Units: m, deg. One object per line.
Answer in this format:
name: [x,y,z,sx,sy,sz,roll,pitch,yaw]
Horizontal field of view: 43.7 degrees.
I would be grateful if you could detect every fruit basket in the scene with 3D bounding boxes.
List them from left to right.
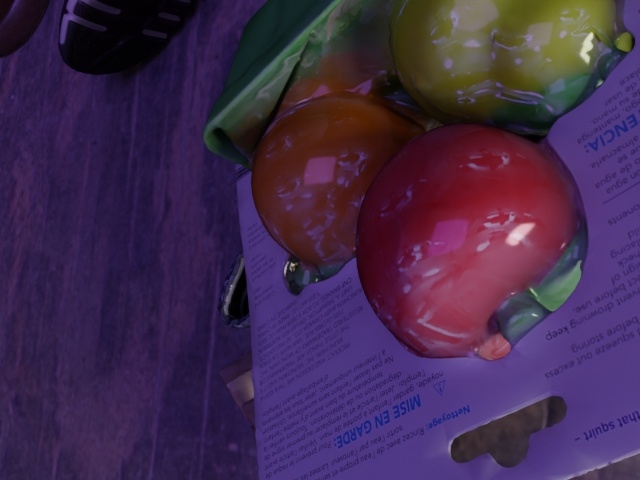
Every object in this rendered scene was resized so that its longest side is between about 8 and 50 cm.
fruit basket: [0.069,-0.033,0.434,0.327,0.165,0.353,-38,51,35]

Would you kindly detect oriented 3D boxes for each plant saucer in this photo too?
plant saucer: [-0.373,-0.297,0.923,0.169,0.029,0.168,-5,80,32]

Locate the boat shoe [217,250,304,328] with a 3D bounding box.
boat shoe: [0.000,0.000,0.599,0.065,0.083,0.183,43,106,30]

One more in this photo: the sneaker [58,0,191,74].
sneaker: [-0.174,-0.301,0.741,0.281,0.106,0.162,-49,57,26]

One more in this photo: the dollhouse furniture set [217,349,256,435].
dollhouse furniture set: [0.023,0.161,0.587,0.101,0.161,0.181,-31,104,-12]
